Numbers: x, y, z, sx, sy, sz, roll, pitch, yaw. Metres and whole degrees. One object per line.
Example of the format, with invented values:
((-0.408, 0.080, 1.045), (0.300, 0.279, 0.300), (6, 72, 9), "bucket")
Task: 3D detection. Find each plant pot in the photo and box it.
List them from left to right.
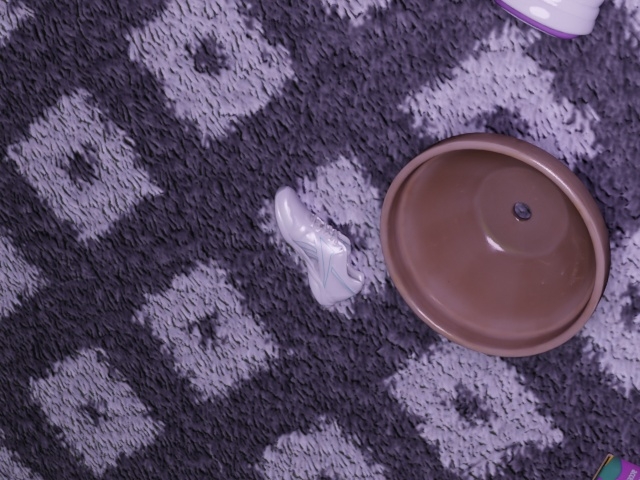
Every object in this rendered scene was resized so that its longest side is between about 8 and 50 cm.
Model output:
((0.189, -0.009, 1.568), (0.237, 0.110, 0.237), (13, 119, 24), "plant pot")

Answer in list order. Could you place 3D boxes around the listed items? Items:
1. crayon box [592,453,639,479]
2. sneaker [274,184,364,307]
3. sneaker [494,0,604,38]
((0.255, 0.452, 1.613), (0.106, 0.363, 0.313), (19, 122, 20), "crayon box")
((0.000, 0.000, 1.720), (0.061, 0.054, 0.152), (-21, 110, 26), "sneaker")
((0.153, -0.321, 1.444), (0.305, 0.114, 0.152), (33, 112, 5), "sneaker")
